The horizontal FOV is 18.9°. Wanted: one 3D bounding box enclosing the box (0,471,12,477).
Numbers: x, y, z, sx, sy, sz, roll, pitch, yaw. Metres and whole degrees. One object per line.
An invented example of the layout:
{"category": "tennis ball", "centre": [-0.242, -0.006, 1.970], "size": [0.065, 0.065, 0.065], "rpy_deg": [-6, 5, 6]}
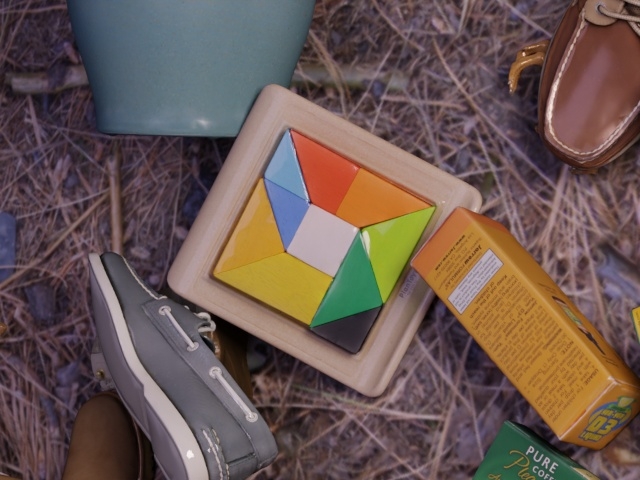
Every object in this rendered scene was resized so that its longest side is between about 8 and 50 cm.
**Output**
{"category": "box", "centre": [-0.352, 0.327, 1.943], "size": [0.103, 0.114, 0.203], "rpy_deg": [-49, 35, 16]}

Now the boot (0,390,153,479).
{"category": "boot", "centre": [-0.278, 0.241, 1.845], "size": [0.089, 0.269, 0.236], "rpy_deg": [-20, 66, 32]}

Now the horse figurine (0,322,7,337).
{"category": "horse figurine", "centre": [-0.408, 0.174, 2.044], "size": [0.174, 0.066, 0.263], "rpy_deg": [-57, 10, 16]}

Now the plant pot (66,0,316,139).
{"category": "plant pot", "centre": [-0.129, -0.227, 1.884], "size": [0.272, 0.272, 0.255], "rpy_deg": [5, 95, 39]}

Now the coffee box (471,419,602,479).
{"category": "coffee box", "centre": [0.163, 0.261, 1.647], "size": [0.113, 0.040, 0.184], "rpy_deg": [33, 99, 39]}

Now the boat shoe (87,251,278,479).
{"category": "boat shoe", "centre": [-0.138, 0.117, 1.809], "size": [0.319, 0.099, 0.116], "rpy_deg": [-124, 24, -44]}

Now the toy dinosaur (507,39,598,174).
{"category": "toy dinosaur", "centre": [0.229, -0.159, 1.716], "size": [0.112, 0.064, 0.211], "rpy_deg": [6, 84, 12]}

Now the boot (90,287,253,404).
{"category": "boot", "centre": [-0.152, 0.141, 1.904], "size": [0.165, 0.077, 0.213], "rpy_deg": [-14, 68, 36]}

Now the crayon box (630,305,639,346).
{"category": "crayon box", "centre": [0.363, 0.155, 1.496], "size": [0.165, 0.081, 0.278], "rpy_deg": [-27, 63, 30]}

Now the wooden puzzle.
{"category": "wooden puzzle", "centre": [0.000, 0.000, 1.786], "size": [0.239, 0.044, 0.221], "rpy_deg": [28, 96, 10]}

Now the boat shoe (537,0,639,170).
{"category": "boat shoe", "centre": [0.275, -0.213, 1.619], "size": [0.123, 0.116, 0.324], "rpy_deg": [27, 92, 13]}

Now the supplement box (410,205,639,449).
{"category": "supplement box", "centre": [0.180, 0.075, 1.664], "size": [0.080, 0.078, 0.233], "rpy_deg": [-52, 52, 14]}
